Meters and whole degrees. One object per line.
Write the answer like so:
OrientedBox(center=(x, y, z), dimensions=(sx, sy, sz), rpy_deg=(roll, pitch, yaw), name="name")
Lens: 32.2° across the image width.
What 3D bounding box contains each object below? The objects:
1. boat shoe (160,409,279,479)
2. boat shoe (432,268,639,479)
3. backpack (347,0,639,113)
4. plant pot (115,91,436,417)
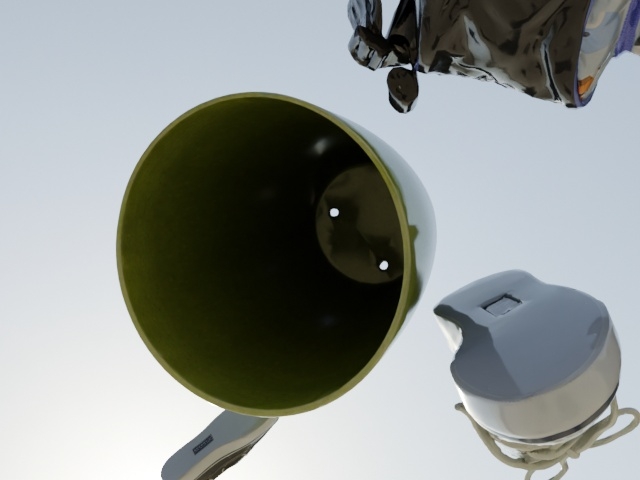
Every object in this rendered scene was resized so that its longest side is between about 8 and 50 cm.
OrientedBox(center=(-0.094, 0.205, 1.104), dimensions=(0.142, 0.049, 0.040), rpy_deg=(-36, -50, 7), name="boat shoe")
OrientedBox(center=(0.179, 0.133, 0.921), dimensions=(0.136, 0.367, 0.156), rpy_deg=(-26, -83, -1), name="boat shoe")
OrientedBox(center=(0.145, -0.229, 0.565), dimensions=(0.213, 0.263, 0.276), rpy_deg=(14, -38, 3), name="backpack")
OrientedBox(center=(0.000, 0.000, 1.059), dimensions=(0.275, 0.275, 0.293), rpy_deg=(-44, -11, 20), name="plant pot")
